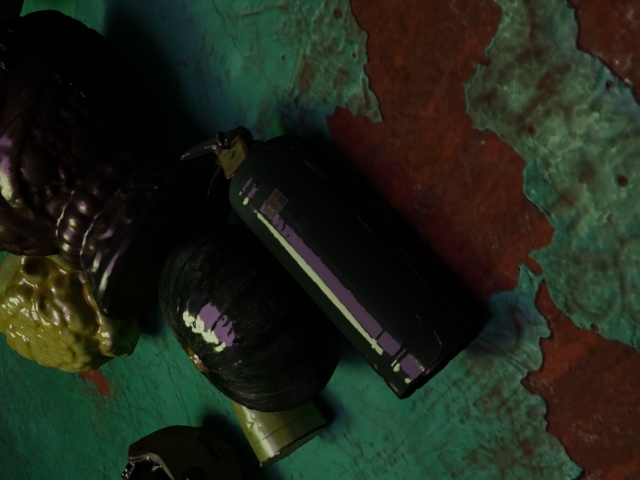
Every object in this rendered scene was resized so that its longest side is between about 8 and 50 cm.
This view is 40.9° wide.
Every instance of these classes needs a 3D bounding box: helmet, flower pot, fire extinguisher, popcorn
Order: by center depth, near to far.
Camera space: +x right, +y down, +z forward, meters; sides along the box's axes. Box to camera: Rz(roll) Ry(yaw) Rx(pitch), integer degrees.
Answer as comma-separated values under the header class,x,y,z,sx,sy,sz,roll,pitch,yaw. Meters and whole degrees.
class,x,y,z,sx,sy,sz,roll,pitch,yaw
fire extinguisher,0.000,0.000,0.767,0.114,0.095,0.311,-45,73,15
flower pot,-0.253,-0.067,0.928,0.267,0.266,0.267,38,141,11
helmet,-0.170,0.347,1.213,0.224,0.130,0.198,31,141,21
popcorn,-0.353,0.086,1.231,0.225,0.174,0.286,49,136,-10

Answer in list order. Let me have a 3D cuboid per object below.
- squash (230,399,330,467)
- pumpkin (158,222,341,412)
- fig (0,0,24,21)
class,x,y,z,sx,sy,sz,roll,pitch,yaw
squash,-0.076,0.144,1.002,0.224,0.094,0.094,63,146,11
pumpkin,-0.070,0.076,0.871,0.211,0.152,0.212,46,156,28
fig,-0.415,-0.271,1.008,0.170,0.145,0.274,-38,59,51
